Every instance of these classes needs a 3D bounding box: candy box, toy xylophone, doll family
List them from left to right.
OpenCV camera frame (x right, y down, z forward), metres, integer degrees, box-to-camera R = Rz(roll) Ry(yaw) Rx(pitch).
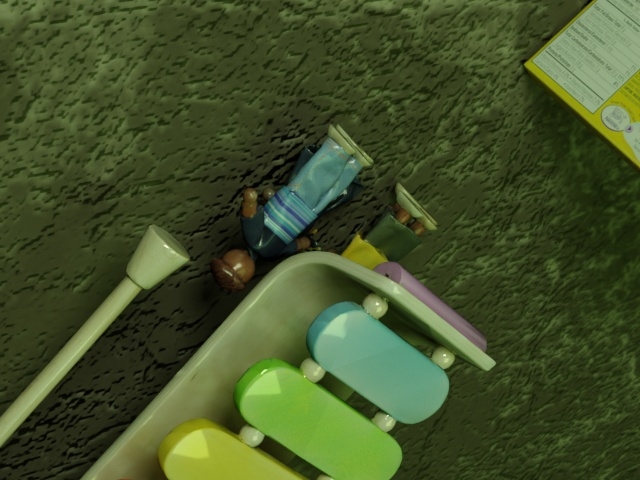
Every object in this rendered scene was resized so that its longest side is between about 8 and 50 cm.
[{"bbox_3d":[-0.066,0.128,1.119,0.236,0.081,0.323,27,104,-42],"label":"toy xylophone"},{"bbox_3d":[0.000,0.000,1.178,0.111,0.076,0.193,-42,136,5],"label":"doll family"},{"bbox_3d":[0.225,-0.080,1.186,0.105,0.206,0.027,-41,145,-3],"label":"candy box"}]
